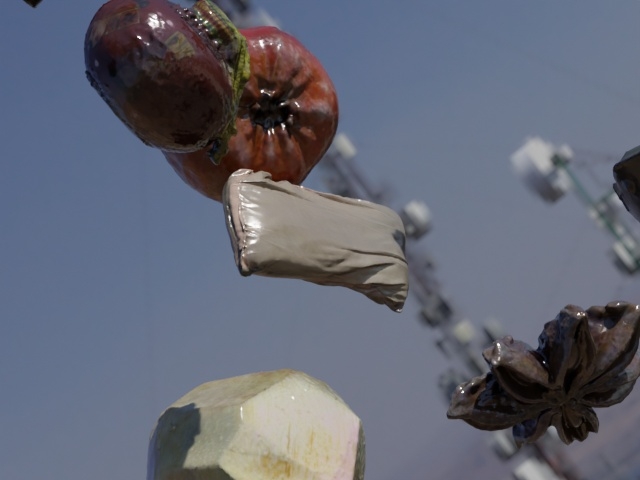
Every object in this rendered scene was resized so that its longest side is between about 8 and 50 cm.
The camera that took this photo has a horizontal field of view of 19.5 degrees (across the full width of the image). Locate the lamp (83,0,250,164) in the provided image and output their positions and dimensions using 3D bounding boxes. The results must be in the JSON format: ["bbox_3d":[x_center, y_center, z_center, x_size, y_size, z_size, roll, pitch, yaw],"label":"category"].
[{"bbox_3d":[-0.135,-0.159,1.677,0.135,0.156,0.157,-42,-30,2],"label":"lamp"}]

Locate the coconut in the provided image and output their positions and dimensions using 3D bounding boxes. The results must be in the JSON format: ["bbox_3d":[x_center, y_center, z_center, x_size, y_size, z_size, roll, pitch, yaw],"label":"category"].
[{"bbox_3d":[-0.065,0.240,1.828,0.237,0.237,0.197,-29,-11,-47],"label":"coconut"}]

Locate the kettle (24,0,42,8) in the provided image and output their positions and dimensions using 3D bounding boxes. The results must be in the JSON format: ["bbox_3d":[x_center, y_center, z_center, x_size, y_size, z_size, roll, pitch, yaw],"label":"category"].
[{"bbox_3d":[-0.297,-0.398,2.015,0.232,0.202,0.144,-45,-3,0],"label":"kettle"}]

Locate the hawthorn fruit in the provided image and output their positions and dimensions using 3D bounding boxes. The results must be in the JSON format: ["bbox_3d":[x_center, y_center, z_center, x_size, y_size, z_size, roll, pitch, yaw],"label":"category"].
[{"bbox_3d":[-0.115,-0.162,2.375,0.242,0.242,0.271,-34,17,-19],"label":"hawthorn fruit"}]

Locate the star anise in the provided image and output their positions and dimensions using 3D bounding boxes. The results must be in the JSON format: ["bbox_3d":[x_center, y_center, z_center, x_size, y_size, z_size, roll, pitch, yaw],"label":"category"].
[{"bbox_3d":[0.228,0.120,1.741,0.197,0.073,0.212,-41,-39,16],"label":"star anise"}]

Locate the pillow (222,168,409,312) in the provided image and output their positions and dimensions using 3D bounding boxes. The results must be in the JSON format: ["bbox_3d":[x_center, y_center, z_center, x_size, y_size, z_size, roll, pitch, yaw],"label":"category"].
[{"bbox_3d":[0.000,0.000,2.251,0.270,0.173,0.067,15,-49,-32],"label":"pillow"}]

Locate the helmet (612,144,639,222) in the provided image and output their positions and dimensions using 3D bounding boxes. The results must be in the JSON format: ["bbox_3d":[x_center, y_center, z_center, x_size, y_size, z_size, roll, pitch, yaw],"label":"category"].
[{"bbox_3d":[0.373,-0.066,1.512,0.225,0.177,0.305,-49,-12,15],"label":"helmet"}]
